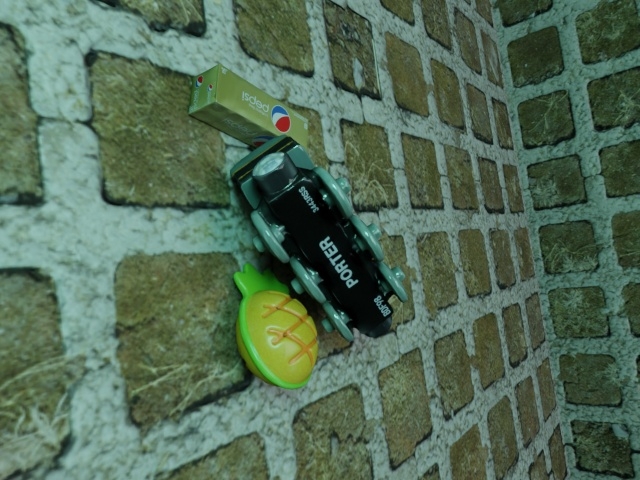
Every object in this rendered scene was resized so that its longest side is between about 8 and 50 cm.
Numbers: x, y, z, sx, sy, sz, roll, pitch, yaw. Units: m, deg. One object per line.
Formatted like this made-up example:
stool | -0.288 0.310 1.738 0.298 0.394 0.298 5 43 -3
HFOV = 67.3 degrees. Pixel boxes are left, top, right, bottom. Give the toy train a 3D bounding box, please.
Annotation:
toy train | 0.000 0.000 0.690 0.142 0.190 0.334 -36 124 -1

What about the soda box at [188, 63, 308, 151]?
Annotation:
soda box | -0.098 -0.180 0.699 0.181 0.061 0.058 19 68 -48

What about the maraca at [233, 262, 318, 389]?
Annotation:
maraca | -0.064 0.112 0.653 0.127 0.099 0.185 26 36 -50
